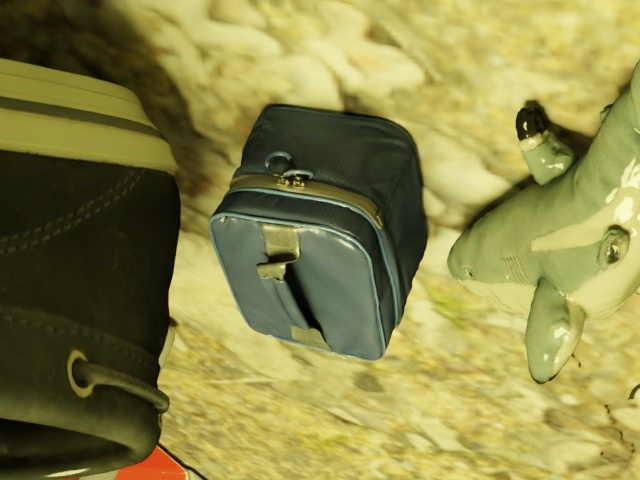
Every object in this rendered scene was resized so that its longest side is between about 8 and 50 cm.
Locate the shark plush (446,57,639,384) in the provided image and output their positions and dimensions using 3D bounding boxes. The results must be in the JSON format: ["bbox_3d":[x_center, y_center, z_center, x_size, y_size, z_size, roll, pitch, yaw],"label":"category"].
[{"bbox_3d":[0.083,-0.015,0.394,0.067,0.073,0.161,45,159,20],"label":"shark plush"}]

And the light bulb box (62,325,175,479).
[{"bbox_3d":[-0.299,0.096,0.488,0.225,0.361,0.358,-9,138,36],"label":"light bulb box"}]

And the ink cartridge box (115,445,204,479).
[{"bbox_3d":[-0.145,0.200,0.851,0.181,0.056,0.225,-7,141,37],"label":"ink cartridge box"}]

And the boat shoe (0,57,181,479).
[{"bbox_3d":[-0.200,0.031,0.282,0.186,0.156,0.500,-14,174,28],"label":"boat shoe"}]

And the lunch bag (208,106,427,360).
[{"bbox_3d":[0.000,0.000,0.450,0.067,0.065,0.098,9,147,19],"label":"lunch bag"}]
